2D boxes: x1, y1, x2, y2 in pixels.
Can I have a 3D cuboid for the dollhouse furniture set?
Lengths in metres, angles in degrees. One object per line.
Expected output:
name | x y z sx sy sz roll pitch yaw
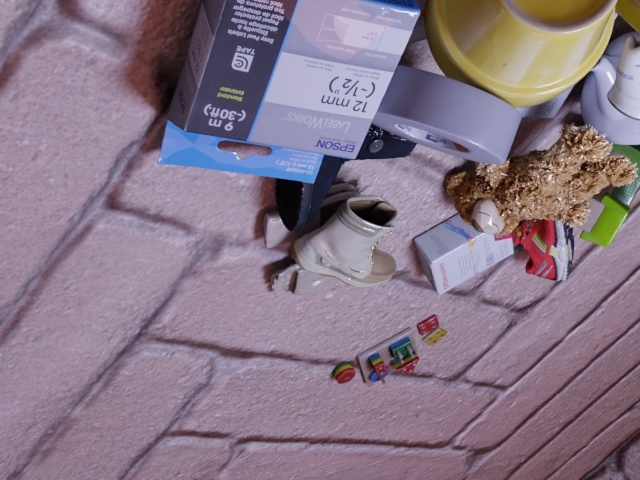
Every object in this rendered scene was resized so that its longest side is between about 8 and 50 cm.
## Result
dollhouse furniture set | 0.552 -0.124 1.961 0.197 0.151 0.301 -65 165 21

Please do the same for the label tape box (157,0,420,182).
label tape box | -0.053 -0.201 1.335 0.249 0.115 0.347 7 126 -23

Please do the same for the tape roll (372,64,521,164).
tape roll | 0.168 -0.176 1.423 0.219 0.219 0.072 20 90 -49

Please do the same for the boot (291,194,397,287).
boot | 0.080 0.001 1.679 0.213 0.077 0.165 14 138 -36

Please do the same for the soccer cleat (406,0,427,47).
soccer cleat | 0.116 -0.307 1.452 0.196 0.068 0.076 -32 -171 -20

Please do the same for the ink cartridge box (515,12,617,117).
ink cartridge box | 0.347 -0.297 1.647 0.224 0.045 0.223 -5 137 -34

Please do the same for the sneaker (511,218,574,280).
sneaker | 0.442 -0.020 2.018 0.118 0.107 0.279 4 133 20

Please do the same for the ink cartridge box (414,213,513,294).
ink cartridge box | 0.278 0.011 1.949 0.175 0.072 0.127 -29 146 -5

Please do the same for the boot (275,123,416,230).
boot | 0.048 -0.126 1.582 0.207 0.094 0.246 -8 133 -25

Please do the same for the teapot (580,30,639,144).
teapot | 0.559 -0.283 1.706 0.253 0.256 0.187 -11 109 6

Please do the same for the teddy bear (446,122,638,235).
teddy bear | 0.373 -0.092 1.733 0.338 0.113 0.245 -12 150 26

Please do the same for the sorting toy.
sorting toy | 0.164 0.262 2.194 0.275 0.046 0.132 -28 145 -7

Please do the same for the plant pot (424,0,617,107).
plant pot | 0.275 -0.319 1.312 0.254 0.254 0.239 -30 178 -3

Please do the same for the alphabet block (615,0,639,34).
alphabet block | 0.565 -0.415 1.548 0.197 0.192 0.193 1 132 -40

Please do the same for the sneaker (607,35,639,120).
sneaker | 0.560 -0.277 1.460 0.297 0.111 0.129 -25 139 -13

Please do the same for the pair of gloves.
pair of gloves | 0.000 0.000 1.747 0.204 0.042 0.240 -21 140 -12
